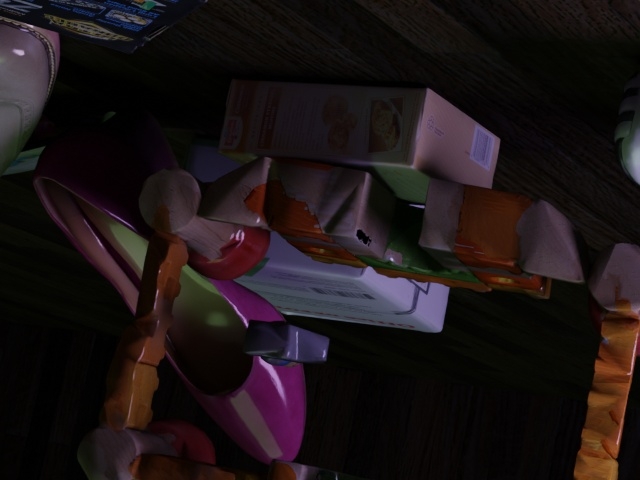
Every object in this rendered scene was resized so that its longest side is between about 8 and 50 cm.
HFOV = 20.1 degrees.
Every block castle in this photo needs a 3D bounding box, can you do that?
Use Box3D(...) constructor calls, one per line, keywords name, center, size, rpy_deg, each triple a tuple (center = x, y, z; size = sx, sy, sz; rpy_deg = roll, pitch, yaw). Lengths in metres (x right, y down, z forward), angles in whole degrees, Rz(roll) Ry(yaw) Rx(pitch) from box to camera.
Box3D(name="block castle", center=(0.055, 0.112, 1.473), size=(0.453, 0.303, 0.213), rpy_deg=(10, 173, 17))

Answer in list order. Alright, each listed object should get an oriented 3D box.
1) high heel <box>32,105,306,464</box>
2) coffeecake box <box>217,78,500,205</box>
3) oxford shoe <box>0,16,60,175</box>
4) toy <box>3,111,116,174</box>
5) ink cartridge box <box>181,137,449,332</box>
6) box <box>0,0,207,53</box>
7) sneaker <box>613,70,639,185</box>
Box3D(name="high heel", center=(-0.142, 0.067, 1.641), size=(0.127, 0.377, 0.181), rpy_deg=(-26, -172, 29))
Box3D(name="coffeecake box", center=(0.033, -0.079, 1.498), size=(0.185, 0.068, 0.142), rpy_deg=(6, 170, 31))
Box3D(name="oxford shoe", center=(-0.321, -0.063, 1.535), size=(0.140, 0.146, 0.397), rpy_deg=(15, 147, -19))
Box3D(name="toy", center=(-0.290, -0.098, 1.777), size=(0.237, 0.056, 0.137), rpy_deg=(-5, 179, 32))
Box3D(name="ink cartridge box", center=(0.000, 0.000, 1.833), size=(0.211, 0.121, 0.289), rpy_deg=(8, 169, 20))
Box3D(name="box", center=(-0.205, -0.202, 1.055), size=(0.295, 0.073, 0.293), rpy_deg=(16, 172, -17))
Box3D(name="sneaker", center=(0.341, -0.041, 1.257), size=(0.162, 0.106, 0.281), rpy_deg=(-2, 163, 44))
